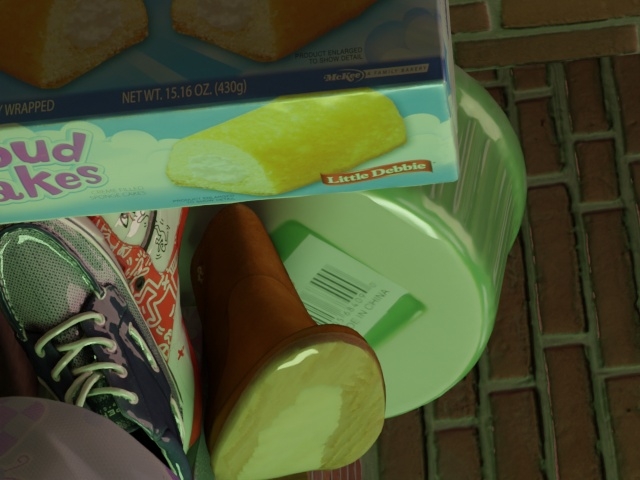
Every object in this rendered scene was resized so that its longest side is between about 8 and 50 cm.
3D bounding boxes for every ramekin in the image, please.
[{"bbox_3d":[0.000,0.000,1.356,0.148,0.303,0.303,-80,165,-46],"label":"ramekin"}]

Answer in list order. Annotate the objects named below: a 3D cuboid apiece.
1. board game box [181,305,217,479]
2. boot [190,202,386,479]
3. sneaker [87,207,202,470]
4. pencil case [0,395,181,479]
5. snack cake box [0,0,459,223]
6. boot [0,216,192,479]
[{"bbox_3d":[-0.088,0.269,1.306,0.319,0.065,0.318,77,9,-47],"label":"board game box"},{"bbox_3d":[-0.038,0.060,1.153,0.295,0.104,0.211,103,-22,-57],"label":"boot"},{"bbox_3d":[-0.133,0.036,1.052,0.145,0.090,0.270,-3,98,-68],"label":"sneaker"},{"bbox_3d":[-0.123,0.168,0.508,0.113,0.124,0.273,47,39,-17],"label":"pencil case"},{"bbox_3d":[-0.076,-0.097,0.793,0.089,0.264,0.152,72,14,-63],"label":"snack cake box"},{"bbox_3d":[-0.120,0.060,0.958,0.190,0.069,0.086,57,5,-36],"label":"boot"}]
